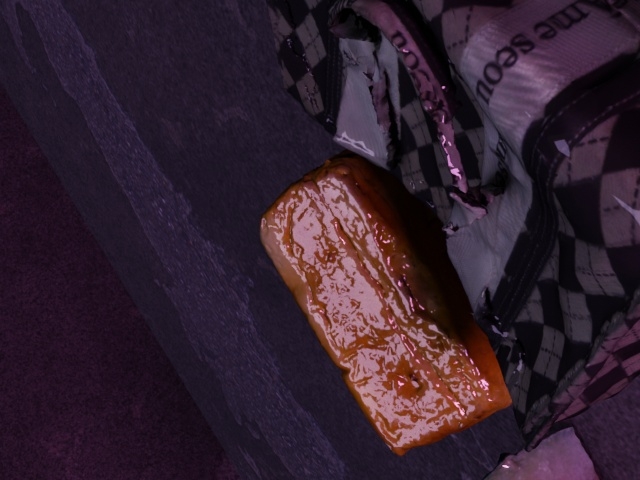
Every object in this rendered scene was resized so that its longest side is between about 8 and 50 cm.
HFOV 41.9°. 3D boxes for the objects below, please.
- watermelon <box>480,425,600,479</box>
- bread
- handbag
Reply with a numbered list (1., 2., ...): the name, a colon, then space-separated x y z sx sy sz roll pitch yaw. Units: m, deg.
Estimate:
1. watermelon: 0.195 0.362 0.830 0.302 0.264 0.151 55 157 -2
2. bread: 0.066 0.055 0.824 0.166 0.132 0.294 -35 86 42
3. handbag: 0.101 -0.094 0.585 0.416 0.180 0.317 53 160 25
